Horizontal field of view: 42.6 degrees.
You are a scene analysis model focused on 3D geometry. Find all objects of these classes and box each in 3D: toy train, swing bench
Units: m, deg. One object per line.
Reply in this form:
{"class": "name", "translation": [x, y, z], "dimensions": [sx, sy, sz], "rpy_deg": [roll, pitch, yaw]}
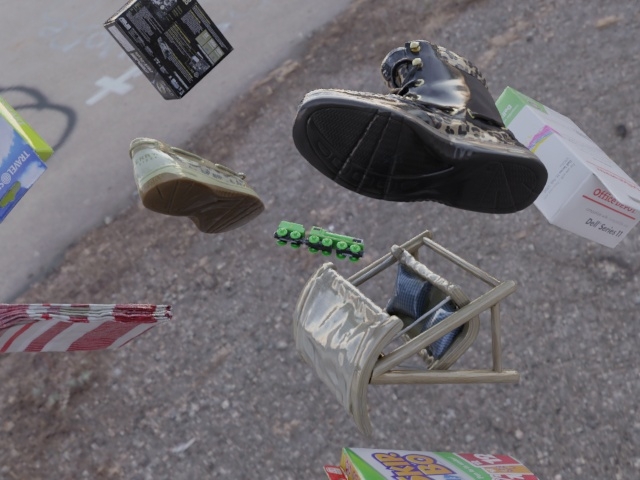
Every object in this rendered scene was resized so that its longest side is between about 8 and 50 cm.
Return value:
{"class": "toy train", "translation": [0.000, 0.000, 0.724], "dimensions": [0.083, 0.017, 0.024], "rpy_deg": [12, 42, 11]}
{"class": "swing bench", "translation": [0.109, 0.121, 1.183], "dimensions": [0.254, 0.165, 0.253], "rpy_deg": [-14, 21, -18]}

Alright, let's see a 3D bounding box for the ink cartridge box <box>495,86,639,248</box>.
{"class": "ink cartridge box", "translation": [0.455, -0.112, 1.491], "dimensions": [0.119, 0.207, 0.353], "rpy_deg": [-54, 41, 24]}

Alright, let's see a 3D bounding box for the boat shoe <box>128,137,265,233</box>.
{"class": "boat shoe", "translation": [-0.173, -0.080, 1.207], "dimensions": [0.104, 0.285, 0.089], "rpy_deg": [-32, 70, 12]}

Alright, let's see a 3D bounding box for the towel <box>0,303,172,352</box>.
{"class": "towel", "translation": [-0.457, 0.164, 1.459], "dimensions": [0.237, 0.329, 0.037], "rpy_deg": [-29, 66, 44]}

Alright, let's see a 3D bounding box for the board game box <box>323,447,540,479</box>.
{"class": "board game box", "translation": [0.140, 0.293, 0.996], "dimensions": [0.259, 0.039, 0.124], "rpy_deg": [3, 7, -12]}

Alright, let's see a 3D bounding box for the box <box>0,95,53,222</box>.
{"class": "box", "translation": [-0.363, -0.103, 0.853], "dimensions": [0.109, 0.178, 0.042], "rpy_deg": [-46, -6, 14]}

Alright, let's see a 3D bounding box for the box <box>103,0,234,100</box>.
{"class": "box", "translation": [-0.275, -0.370, 1.492], "dimensions": [0.147, 0.180, 0.077], "rpy_deg": [-48, 27, -17]}

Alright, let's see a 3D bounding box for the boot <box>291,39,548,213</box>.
{"class": "boot", "translation": [0.129, -0.189, 1.213], "dimensions": [0.377, 0.138, 0.284], "rpy_deg": [10, 39, -16]}
